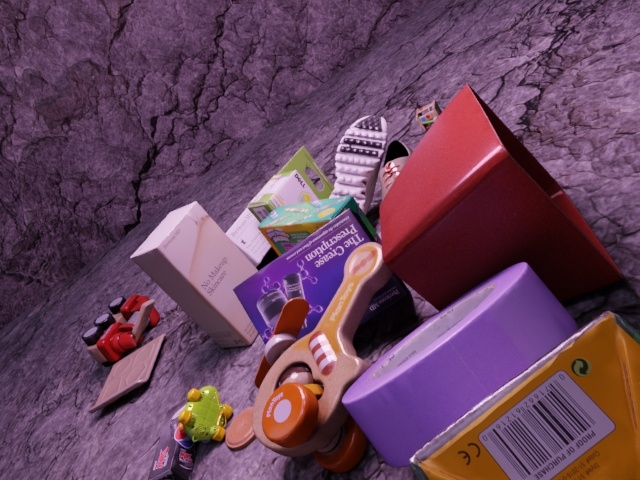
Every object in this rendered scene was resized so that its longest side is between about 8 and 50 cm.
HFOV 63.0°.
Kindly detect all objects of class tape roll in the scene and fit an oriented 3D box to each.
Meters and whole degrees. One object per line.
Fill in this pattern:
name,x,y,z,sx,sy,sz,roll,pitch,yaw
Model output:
tape roll,0.159,0.143,0.625,0.275,0.090,0.275,-36,-9,-7

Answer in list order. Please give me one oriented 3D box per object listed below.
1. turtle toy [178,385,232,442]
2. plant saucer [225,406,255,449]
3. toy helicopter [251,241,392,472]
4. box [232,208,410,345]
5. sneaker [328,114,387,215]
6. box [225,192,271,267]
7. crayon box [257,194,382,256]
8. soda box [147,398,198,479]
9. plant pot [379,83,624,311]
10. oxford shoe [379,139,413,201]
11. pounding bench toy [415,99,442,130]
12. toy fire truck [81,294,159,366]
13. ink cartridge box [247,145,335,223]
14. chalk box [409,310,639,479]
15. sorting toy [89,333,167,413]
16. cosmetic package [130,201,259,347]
turtle toy,-0.224,0.332,1.004,0.066,0.095,0.130,-49,16,32
plant saucer,-0.140,0.339,0.951,0.083,0.013,0.083,-30,27,17
toy helicopter,0.004,0.158,0.824,0.235,0.140,0.355,8,64,53
box,0.003,0.092,0.953,0.261,0.184,0.103,-35,-9,9
sneaker,0.090,-0.151,1.236,0.110,0.118,0.292,18,89,19
box,-0.192,-0.008,1.429,0.181,0.119,0.182,-56,8,-32
crayon box,0.000,0.000,1.151,0.278,0.165,0.081,-3,39,52
soda box,-0.272,0.390,0.999,0.060,0.053,0.169,-32,26,14
plant pot,0.236,-0.029,0.799,0.236,0.267,0.267,-40,22,25
oxford shoe,0.168,-0.101,1.139,0.123,0.130,0.348,-27,27,24
pounding bench toy,0.301,-0.341,1.460,0.065,0.052,0.083,-24,29,30
toy fire truck,-0.548,0.236,1.540,0.246,0.158,0.217,-13,27,21
ink cartridge box,-0.039,-0.110,1.368,0.097,0.189,0.255,-5,41,51
chalk box,0.221,0.210,0.424,0.180,0.289,0.179,-39,58,4
sorting toy,-0.508,0.358,1.406,0.193,0.038,0.208,-31,21,15
cosmetic package,-0.250,0.084,1.181,0.113,0.309,0.160,-15,34,40
